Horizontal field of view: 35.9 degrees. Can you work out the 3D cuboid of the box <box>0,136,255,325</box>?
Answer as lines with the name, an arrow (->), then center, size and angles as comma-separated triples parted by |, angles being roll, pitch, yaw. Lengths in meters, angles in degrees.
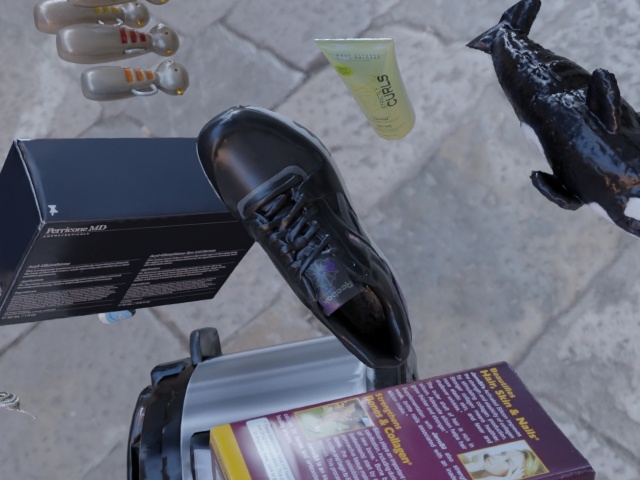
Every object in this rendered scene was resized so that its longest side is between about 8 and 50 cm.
box -> -0.198, -0.013, 1.006 | 0.184, 0.261, 0.103 | -47, 58, 43

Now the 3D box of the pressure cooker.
pressure cooker -> -0.055, 0.326, 1.313 | 0.420, 0.376, 0.370 | -11, 41, 11

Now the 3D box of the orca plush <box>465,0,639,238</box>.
orca plush -> 0.251, -0.129, 0.889 | 0.151, 0.102, 0.287 | -10, 59, -14

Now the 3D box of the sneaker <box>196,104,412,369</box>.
sneaker -> 0.000, 0.000, 0.891 | 0.107, 0.283, 0.124 | -38, 24, 7

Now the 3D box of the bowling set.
bowling set -> -0.238, -0.301, 1.185 | 0.154, 0.200, 0.287 | -9, 39, -28

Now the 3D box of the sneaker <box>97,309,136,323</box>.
sneaker -> -0.352, 0.063, 1.701 | 0.073, 0.162, 0.063 | -4, 21, 4

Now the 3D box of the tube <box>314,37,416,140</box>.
tube -> 0.066, -0.193, 1.216 | 0.070, 0.240, 0.062 | -36, 68, 2

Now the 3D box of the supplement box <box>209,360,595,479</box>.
supplement box -> 0.042, 0.144, 0.552 | 0.188, 0.081, 0.104 | -10, 31, -16

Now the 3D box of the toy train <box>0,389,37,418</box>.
toy train -> -0.543, 0.177, 1.576 | 0.248, 0.105, 0.143 | 18, 78, 2
